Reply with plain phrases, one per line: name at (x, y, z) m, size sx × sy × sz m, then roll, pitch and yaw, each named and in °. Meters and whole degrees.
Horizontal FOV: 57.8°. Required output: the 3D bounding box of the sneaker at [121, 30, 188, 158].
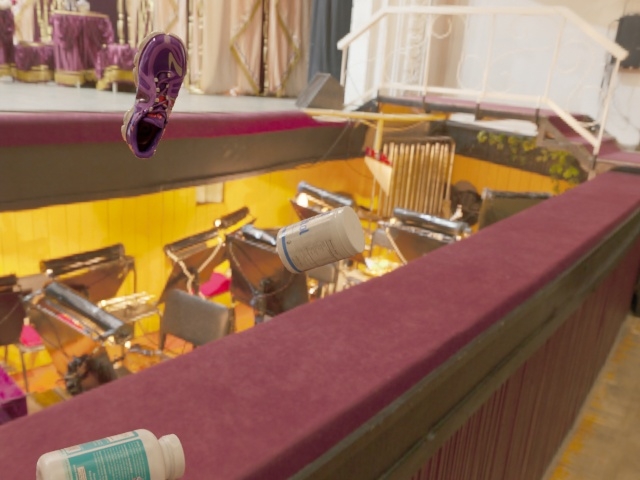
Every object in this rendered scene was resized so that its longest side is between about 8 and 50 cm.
sneaker at (-0.209, -0.182, 0.750) m, size 0.068 × 0.169 × 0.071 m, roll 5°, pitch 31°, yaw -30°

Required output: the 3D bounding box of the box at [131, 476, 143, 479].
box at (-0.137, 0.296, 0.323) m, size 0.142 × 0.163 × 0.247 m, roll -35°, pitch 12°, yaw 12°

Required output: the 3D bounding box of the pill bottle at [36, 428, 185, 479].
pill bottle at (-0.413, 0.467, 1.159) m, size 0.264 × 0.146 × 0.146 m, roll -5°, pitch 19°, yaw -34°

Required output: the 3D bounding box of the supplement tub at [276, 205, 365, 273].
supplement tub at (0.000, 0.000, 0.802) m, size 0.107 × 0.071 × 0.071 m, roll -19°, pitch 7°, yaw 23°
